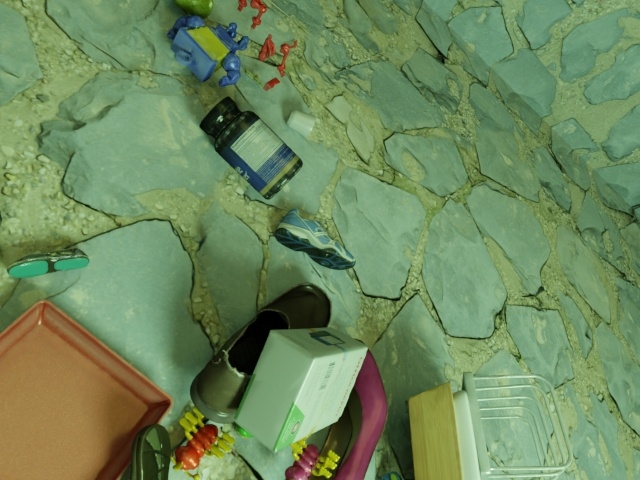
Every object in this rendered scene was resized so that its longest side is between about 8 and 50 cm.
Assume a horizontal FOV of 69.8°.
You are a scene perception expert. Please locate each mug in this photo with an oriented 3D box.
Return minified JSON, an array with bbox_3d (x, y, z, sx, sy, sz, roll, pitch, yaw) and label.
[{"bbox_3d":[-0.057,-0.310,1.205,0.064,0.078,0.062,21,88,-19],"label":"mug"}]

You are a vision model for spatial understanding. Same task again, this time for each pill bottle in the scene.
[{"bbox_3d":[-0.154,-0.206,1.015,0.219,0.123,0.122,44,47,-11],"label":"pill bottle"}]

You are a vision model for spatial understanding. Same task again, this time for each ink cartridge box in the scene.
[{"bbox_3d":[-0.022,0.232,0.757,0.212,0.093,0.154,16,97,-60],"label":"ink cartridge box"}]

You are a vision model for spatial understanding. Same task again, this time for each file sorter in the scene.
[{"bbox_3d":[0.398,0.421,0.974,0.277,0.173,0.192,73,15,-49],"label":"file sorter"}]

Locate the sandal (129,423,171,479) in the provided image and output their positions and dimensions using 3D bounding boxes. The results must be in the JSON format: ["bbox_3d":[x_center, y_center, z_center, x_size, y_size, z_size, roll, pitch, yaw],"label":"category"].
[{"bbox_3d":[-0.259,0.374,0.649,0.090,0.060,0.219,15,73,-73],"label":"sandal"}]

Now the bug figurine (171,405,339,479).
[{"bbox_3d":[-0.098,0.368,0.753,0.279,0.072,0.216,38,34,13],"label":"bug figurine"}]

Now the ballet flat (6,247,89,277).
[{"bbox_3d":[-0.432,0.033,0.728,0.115,0.041,0.041,-8,73,-41],"label":"ballet flat"}]

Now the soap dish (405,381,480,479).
[{"bbox_3d":[0.239,0.423,0.910,0.290,0.118,0.228,66,21,-61],"label":"soap dish"}]

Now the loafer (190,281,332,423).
[{"bbox_3d":[-0.070,0.178,0.834,0.134,0.130,0.366,40,37,6],"label":"loafer"}]

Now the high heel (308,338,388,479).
[{"bbox_3d":[0.027,0.362,0.861,0.182,0.127,0.376,13,55,-26],"label":"high heel"}]

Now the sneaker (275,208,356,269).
[{"bbox_3d":[0.000,0.000,1.057,0.211,0.080,0.081,32,54,-23],"label":"sneaker"}]

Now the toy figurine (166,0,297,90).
[{"bbox_3d":[-0.261,-0.478,1.040,0.362,0.191,0.217,48,51,-7],"label":"toy figurine"}]

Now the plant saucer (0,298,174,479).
[{"bbox_3d":[-0.384,0.257,0.634,0.258,0.048,0.259,44,48,-12],"label":"plant saucer"}]

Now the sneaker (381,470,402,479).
[{"bbox_3d":[0.166,0.559,0.912,0.078,0.067,0.188,9,58,-60],"label":"sneaker"}]
